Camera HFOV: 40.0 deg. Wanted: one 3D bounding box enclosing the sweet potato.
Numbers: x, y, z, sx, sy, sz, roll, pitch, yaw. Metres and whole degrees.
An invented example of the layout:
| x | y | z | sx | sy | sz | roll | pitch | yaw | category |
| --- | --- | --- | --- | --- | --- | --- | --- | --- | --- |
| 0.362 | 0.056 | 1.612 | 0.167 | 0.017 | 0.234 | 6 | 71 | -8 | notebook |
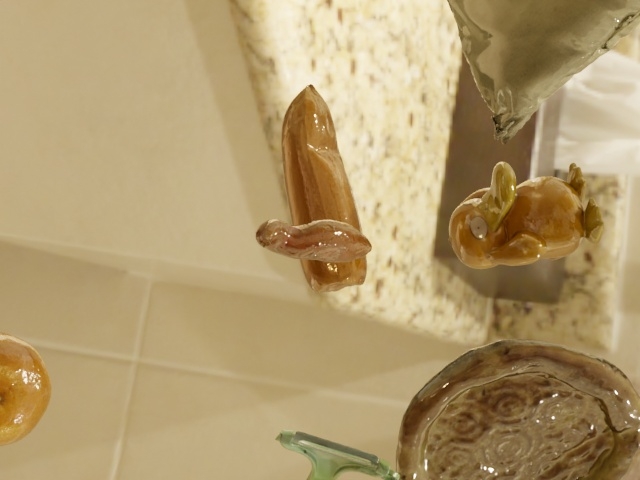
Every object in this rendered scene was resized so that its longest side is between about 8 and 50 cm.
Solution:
| x | y | z | sx | sy | sz | roll | pitch | yaw | category |
| --- | --- | --- | --- | --- | --- | --- | --- | --- | --- |
| -0.001 | -0.001 | 1.078 | 0.202 | 0.055 | 0.058 | 7 | 119 | -42 | sweet potato |

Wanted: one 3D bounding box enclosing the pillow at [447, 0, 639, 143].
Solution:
| x | y | z | sx | sy | sz | roll | pitch | yaw | category |
| --- | --- | --- | --- | --- | --- | --- | --- | --- | --- |
| 0.099 | -0.179 | 0.416 | 0.050 | 0.148 | 0.229 | 9 | 53 | -33 | pillow |

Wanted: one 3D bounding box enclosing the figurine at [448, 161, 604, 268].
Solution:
| x | y | z | sx | sy | sz | roll | pitch | yaw | category |
| --- | --- | --- | --- | --- | --- | --- | --- | --- | --- |
| 0.345 | -0.033 | 1.502 | 0.215 | 0.228 | 0.215 | -171 | -90 | -77 | figurine |

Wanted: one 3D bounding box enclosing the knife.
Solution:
| x | y | z | sx | sy | sz | roll | pitch | yaw | category |
| --- | --- | --- | --- | --- | --- | --- | --- | --- | --- |
| 0.002 | 0.167 | 0.581 | 0.166 | 0.078 | 0.022 | 103 | 10 | -53 | knife |

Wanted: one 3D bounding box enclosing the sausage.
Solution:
| x | y | z | sx | sy | sz | roll | pitch | yaw | category |
| --- | --- | --- | --- | --- | --- | --- | --- | --- | --- |
| -0.002 | -0.089 | 1.501 | 0.134 | 0.116 | 0.354 | 2 | 75 | -58 | sausage |

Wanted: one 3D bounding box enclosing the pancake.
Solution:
| x | y | z | sx | sy | sz | roll | pitch | yaw | category |
| --- | --- | --- | --- | --- | --- | --- | --- | --- | --- |
| 0.186 | 0.199 | 0.841 | 0.031 | 0.250 | 0.250 | -107 | -174 | -63 | pancake |

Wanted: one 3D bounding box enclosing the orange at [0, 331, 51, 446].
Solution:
| x | y | z | sx | sy | sz | roll | pitch | yaw | category |
| --- | --- | --- | --- | --- | --- | --- | --- | --- | --- |
| -0.448 | 0.202 | 1.190 | 0.159 | 0.136 | 0.159 | -1 | 92 | -28 | orange |
